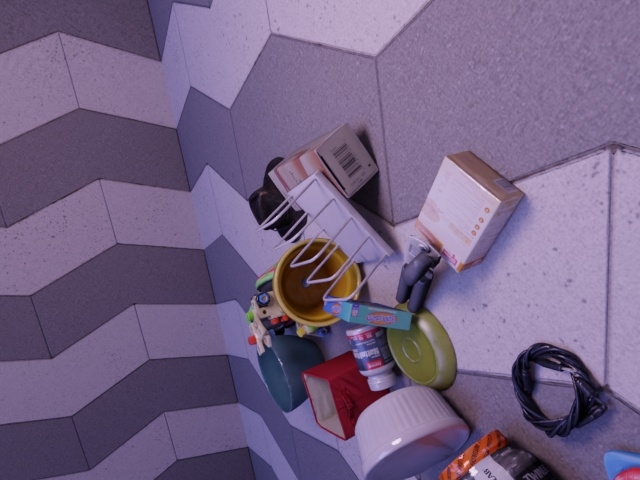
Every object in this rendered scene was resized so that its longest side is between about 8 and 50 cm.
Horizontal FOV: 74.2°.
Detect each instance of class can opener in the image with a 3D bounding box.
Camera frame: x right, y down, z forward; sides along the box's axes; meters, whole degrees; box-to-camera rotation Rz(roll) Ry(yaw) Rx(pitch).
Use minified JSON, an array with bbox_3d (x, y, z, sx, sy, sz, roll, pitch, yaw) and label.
[{"bbox_3d":[0.202,0.085,0.938,0.074,0.093,0.280,41,160,26],"label":"can opener"}]

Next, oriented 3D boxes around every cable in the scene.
[{"bbox_3d":[0.413,0.275,0.774,0.150,0.047,0.184,56,148,30],"label":"cable"}]

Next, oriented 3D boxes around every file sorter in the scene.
[{"bbox_3d":[0.000,0.000,1.073,0.277,0.173,0.193,47,157,-11],"label":"file sorter"}]

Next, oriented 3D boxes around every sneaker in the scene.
[{"bbox_3d":[-0.156,0.239,1.689,0.202,0.185,0.482,38,141,14],"label":"sneaker"}]

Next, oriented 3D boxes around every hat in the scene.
[{"bbox_3d":[-0.182,-0.134,1.533,0.331,0.134,0.330,37,135,49],"label":"hat"}]

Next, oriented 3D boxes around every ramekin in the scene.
[{"bbox_3d":[0.210,0.466,1.028,0.127,0.273,0.272,-116,27,-44],"label":"ramekin"}]

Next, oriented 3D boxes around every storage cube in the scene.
[{"bbox_3d":[0.085,0.469,1.309,0.215,0.193,0.183,-18,88,61],"label":"storage cube"}]

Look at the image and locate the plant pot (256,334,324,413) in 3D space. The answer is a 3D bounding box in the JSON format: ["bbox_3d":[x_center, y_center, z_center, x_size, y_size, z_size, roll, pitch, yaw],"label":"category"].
[{"bbox_3d":[-0.098,0.488,1.643,0.290,0.196,0.289,38,136,48],"label":"plant pot"}]

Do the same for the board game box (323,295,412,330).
[{"bbox_3d":[0.114,0.184,1.092,0.210,0.160,0.047,172,109,-75],"label":"board game box"}]

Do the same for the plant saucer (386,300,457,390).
[{"bbox_3d":[0.244,0.276,1.088,0.241,0.037,0.240,37,135,49],"label":"plant saucer"}]

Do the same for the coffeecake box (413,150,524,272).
[{"bbox_3d":[0.276,-0.054,0.820,0.142,0.068,0.185,53,146,34],"label":"coffeecake box"}]

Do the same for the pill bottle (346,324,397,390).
[{"bbox_3d":[0.151,0.325,1.205,0.108,0.108,0.179,-29,79,61],"label":"pill bottle"}]

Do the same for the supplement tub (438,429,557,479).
[{"bbox_3d":[0.395,0.548,0.783,0.338,0.207,0.207,50,144,36],"label":"supplement tub"}]

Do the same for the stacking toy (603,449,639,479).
[{"bbox_3d":[0.425,0.440,0.570,0.175,0.302,0.165,-23,84,61],"label":"stacking toy"}]

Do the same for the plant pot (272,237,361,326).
[{"bbox_3d":[-0.027,0.130,1.301,0.239,0.254,0.253,150,103,-76],"label":"plant pot"}]

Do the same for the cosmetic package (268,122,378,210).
[{"bbox_3d":[-0.004,-0.186,1.143,0.153,0.129,0.296,52,157,-15],"label":"cosmetic package"}]

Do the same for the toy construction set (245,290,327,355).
[{"bbox_3d":[-0.125,0.266,1.441,0.151,0.328,0.214,-23,80,45],"label":"toy construction set"}]
